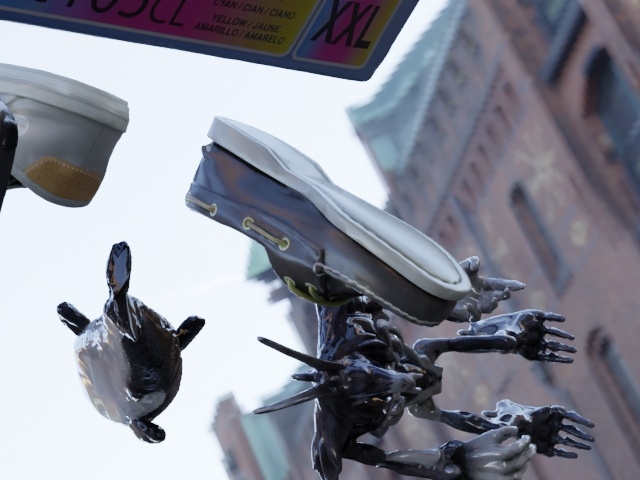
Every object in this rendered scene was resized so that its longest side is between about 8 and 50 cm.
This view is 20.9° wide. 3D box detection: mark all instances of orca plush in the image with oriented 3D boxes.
[{"bbox_3d":[-0.156,0.078,1.539,0.102,0.151,0.287,-35,-26,-21],"label":"orca plush"}]

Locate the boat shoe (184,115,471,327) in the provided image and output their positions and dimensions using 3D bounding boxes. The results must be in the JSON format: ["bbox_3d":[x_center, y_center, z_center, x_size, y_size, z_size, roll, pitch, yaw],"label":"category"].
[{"bbox_3d":[0.000,0.000,1.056,0.081,0.228,0.068,16,-75,-47],"label":"boat shoe"}]

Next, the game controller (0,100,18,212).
[{"bbox_3d":[-0.328,0.019,1.495,0.067,0.166,0.319,12,-79,-23],"label":"game controller"}]

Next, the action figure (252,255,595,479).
[{"bbox_3d":[0.085,0.092,1.188,0.141,0.164,0.276,-8,-8,41],"label":"action figure"}]

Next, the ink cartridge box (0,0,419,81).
[{"bbox_3d":[-0.012,-0.285,0.824,0.270,0.151,0.395,4,-52,-38],"label":"ink cartridge box"}]

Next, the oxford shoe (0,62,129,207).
[{"bbox_3d":[-0.362,-0.113,1.767,0.169,0.130,0.449,18,-4,-43],"label":"oxford shoe"}]
